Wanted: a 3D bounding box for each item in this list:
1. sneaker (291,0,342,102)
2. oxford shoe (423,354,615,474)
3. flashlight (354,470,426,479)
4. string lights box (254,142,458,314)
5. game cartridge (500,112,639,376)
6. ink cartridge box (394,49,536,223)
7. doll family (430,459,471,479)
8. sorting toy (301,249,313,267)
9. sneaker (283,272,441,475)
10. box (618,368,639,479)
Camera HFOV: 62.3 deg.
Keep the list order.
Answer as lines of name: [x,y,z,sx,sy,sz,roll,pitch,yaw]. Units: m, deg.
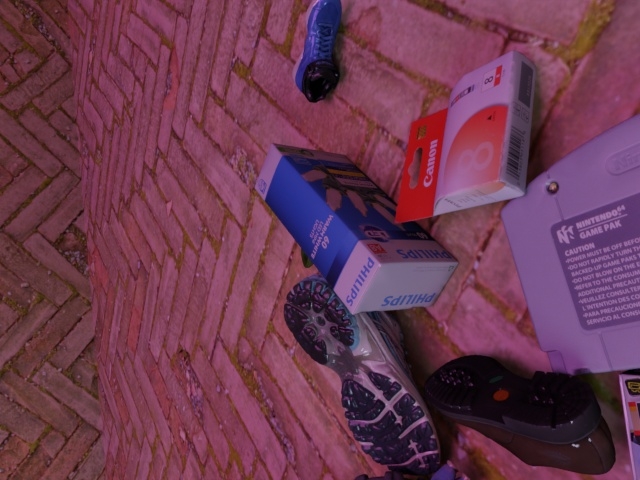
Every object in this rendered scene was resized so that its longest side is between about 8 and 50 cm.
sneaker: [0.005,-0.274,0.769,0.152,0.058,0.085,-63,39,39]
oxford shoe: [0.184,0.178,0.530,0.096,0.082,0.227,56,163,-12]
flashlight: [0.076,0.416,0.564,0.103,0.103,0.304,-43,29,42]
string lights box: [0.035,-0.022,0.678,0.260,0.133,0.077,50,126,39]
game cartridge: [0.288,-0.009,0.408,0.294,0.060,0.196,-28,73,50]
ink cartridge box: [0.140,-0.104,0.572,0.179,0.045,0.146,-11,62,52]
doll family: [0.152,0.320,0.540,0.193,0.111,0.076,30,158,52]
sorting toy: [0.000,0.000,0.813,0.061,0.042,0.102,-112,26,-49]
sneaker: [0.078,0.153,0.663,0.110,0.122,0.283,-30,90,37]
box: [0.330,0.154,0.370,0.207,0.036,0.114,-13,82,53]
